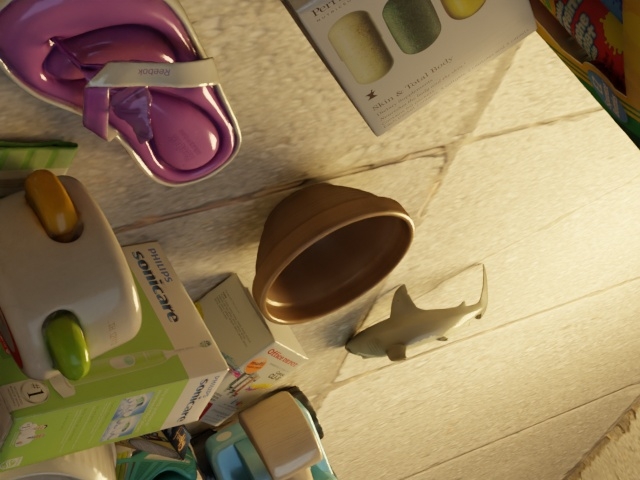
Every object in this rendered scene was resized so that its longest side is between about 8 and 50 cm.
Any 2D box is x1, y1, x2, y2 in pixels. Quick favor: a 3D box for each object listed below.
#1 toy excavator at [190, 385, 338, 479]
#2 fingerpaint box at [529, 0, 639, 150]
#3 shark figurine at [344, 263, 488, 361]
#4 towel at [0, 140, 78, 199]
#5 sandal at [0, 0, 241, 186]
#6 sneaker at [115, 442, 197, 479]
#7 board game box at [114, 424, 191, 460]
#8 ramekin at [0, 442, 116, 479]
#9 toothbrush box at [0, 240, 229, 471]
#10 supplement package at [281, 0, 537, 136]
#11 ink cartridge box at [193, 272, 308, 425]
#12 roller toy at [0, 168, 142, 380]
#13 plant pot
[{"bbox_3d":[-0.054,0.380,2.015,0.222,0.445,0.433,-25,112,-14],"label":"toy excavator"},{"bbox_3d":[0.260,-0.315,1.146,0.163,0.371,0.445,-34,155,-1],"label":"fingerpaint box"},{"bbox_3d":[0.175,0.119,2.119,0.278,0.116,0.166,-20,-174,-8],"label":"shark figurine"},{"bbox_3d":[-0.335,-0.051,1.353,0.113,0.023,0.152,-6,141,-46],"label":"towel"},{"bbox_3d":[-0.172,-0.147,1.267,0.169,0.102,0.416,-37,153,8],"label":"sandal"},{"bbox_3d":[-0.326,0.389,2.012,0.275,0.110,0.107,-22,152,-19],"label":"sneaker"},{"bbox_3d":[-0.285,0.234,1.754,0.165,0.042,0.243,11,156,12],"label":"board game box"},{"bbox_3d":[-0.388,0.338,1.649,0.272,0.127,0.273,-12,128,-16],"label":"ramekin"},{"bbox_3d":[-0.286,0.132,1.504,0.283,0.206,0.122,-12,147,-37],"label":"toothbrush box"},{"bbox_3d":[0.052,-0.271,1.189,0.199,0.198,0.263,-34,154,4],"label":"supplement package"},{"bbox_3d":[-0.134,0.157,1.803,0.176,0.127,0.128,-37,153,8],"label":"ink cartridge box"},{"bbox_3d":[-0.277,0.034,1.323,0.146,0.209,0.191,-25,-173,-19],"label":"roller toy"},{"bbox_3d":[0.000,0.000,1.700,0.237,0.110,0.237,-26,154,-14],"label":"plant pot"}]
